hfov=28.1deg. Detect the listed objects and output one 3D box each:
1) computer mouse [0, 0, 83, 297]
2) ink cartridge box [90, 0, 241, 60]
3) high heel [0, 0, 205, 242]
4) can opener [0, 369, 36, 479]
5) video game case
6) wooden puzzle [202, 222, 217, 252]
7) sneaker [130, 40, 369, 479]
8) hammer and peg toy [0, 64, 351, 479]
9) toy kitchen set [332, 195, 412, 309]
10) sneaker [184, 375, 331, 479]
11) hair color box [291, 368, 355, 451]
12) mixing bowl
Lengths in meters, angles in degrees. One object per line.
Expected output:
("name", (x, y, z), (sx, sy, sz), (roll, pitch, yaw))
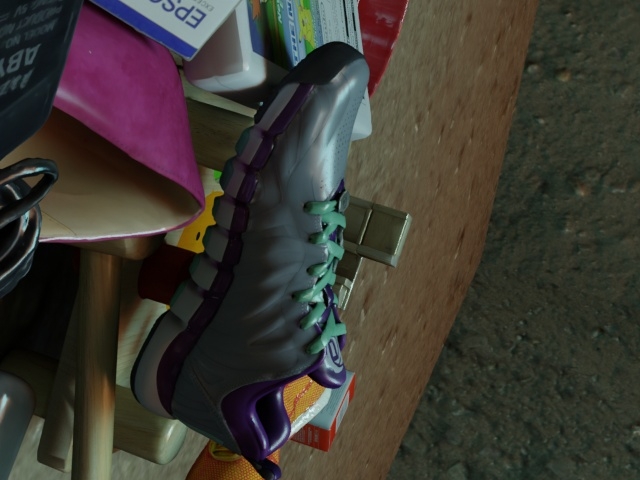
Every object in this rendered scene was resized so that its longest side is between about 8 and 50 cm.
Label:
("computer mouse", (-0.115, -0.064, 0.299), (0.188, 0.072, 0.272), (-35, 159, -54))
("ink cartridge box", (0.001, -0.251, 0.453), (0.176, 0.069, 0.371), (29, 108, -43))
("high heel", (-0.145, -0.021, 0.435), (0.127, 0.181, 0.377), (-30, -168, 29))
("can opener", (-0.222, 0.200, 0.685), (0.093, 0.074, 0.280), (28, 77, -61))
("video game case", (-0.034, -0.230, 0.713), (0.300, 0.036, 0.329), (4, 79, -77))
("wooden puzzle", (-0.055, 0.036, 0.751), (0.116, 0.014, 0.078), (75, 36, -62))
("sneaker", (-0.009, 0.013, 0.641), (0.223, 0.098, 0.083), (-63, 166, 25))
("hammer and peg toy", (-0.111, 0.020, 0.810), (0.361, 0.127, 0.266), (-14, 121, -72))
("toy kitchen set", (0.000, 0.000, 0.765), (0.075, 0.083, 0.068), (35, 74, -74))
("sneaker", (-0.048, 0.116, 0.808), (0.175, 0.064, 0.067), (-60, 141, -49))
("hair color box", (-0.045, 0.141, 1.215), (0.043, 0.141, 0.072), (93, 19, -50))
("mixing bowl", (0.009, -0.208, 1.072), (0.181, 0.098, 0.181), (17, 90, -77))
